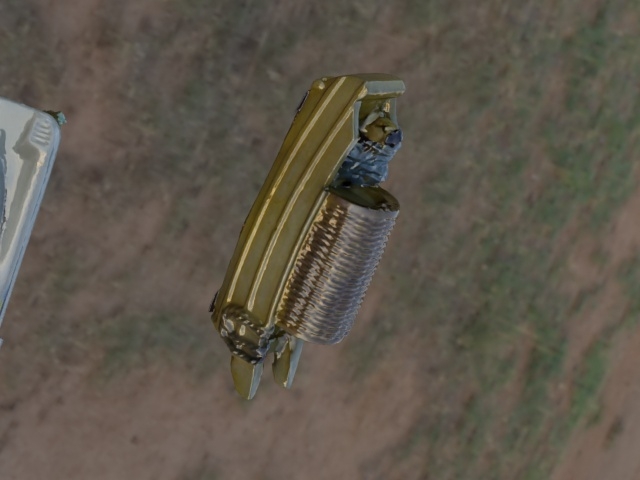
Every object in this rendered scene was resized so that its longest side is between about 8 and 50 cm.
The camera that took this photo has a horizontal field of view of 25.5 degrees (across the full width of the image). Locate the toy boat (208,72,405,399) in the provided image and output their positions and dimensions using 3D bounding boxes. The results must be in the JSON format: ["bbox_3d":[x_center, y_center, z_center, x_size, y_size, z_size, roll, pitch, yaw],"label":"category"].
[{"bbox_3d":[0.000,0.000,1.225,0.089,0.115,0.310,-6,127,-55],"label":"toy boat"}]

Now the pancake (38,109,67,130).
[{"bbox_3d":[-0.328,-0.080,1.308,0.197,0.376,0.054,-30,123,-19],"label":"pancake"}]

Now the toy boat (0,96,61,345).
[{"bbox_3d":[-0.270,0.024,0.928,0.141,0.141,0.269,29,80,-63],"label":"toy boat"}]
